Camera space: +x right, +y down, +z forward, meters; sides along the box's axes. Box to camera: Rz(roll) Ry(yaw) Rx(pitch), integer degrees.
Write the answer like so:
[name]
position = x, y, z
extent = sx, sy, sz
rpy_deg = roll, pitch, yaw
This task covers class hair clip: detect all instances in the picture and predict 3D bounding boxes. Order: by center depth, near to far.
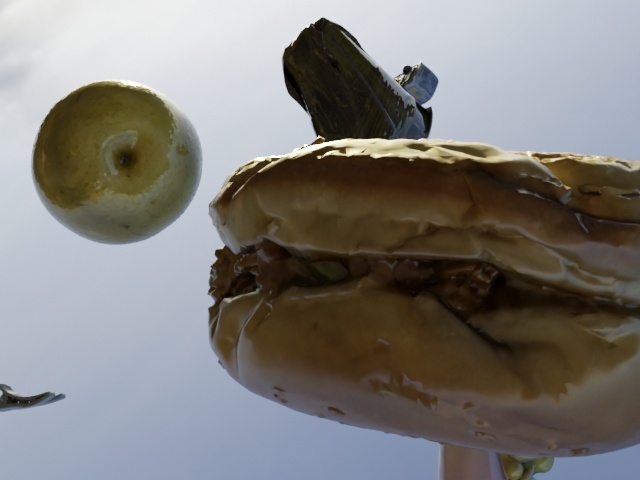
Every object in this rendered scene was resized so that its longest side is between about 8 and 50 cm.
[hair clip]
position = -0.391, 0.206, 1.146
extent = 0.115, 0.030, 0.039
rpy_deg = -10, -100, 26

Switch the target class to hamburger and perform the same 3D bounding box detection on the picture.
[hamburger]
position = 0.094, 0.028, 0.557
extent = 0.304, 0.284, 0.174
rpy_deg = 7, -85, 30

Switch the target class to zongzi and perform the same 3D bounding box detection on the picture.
[zongzi]
position = 0.027, -0.161, 1.340
extent = 0.138, 0.286, 0.300
rpy_deg = -22, -146, 52

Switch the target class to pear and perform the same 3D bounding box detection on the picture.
[pear]
position = -0.408, -0.157, 1.743
extent = 0.348, 0.348, 0.348
rpy_deg = -23, -142, 19

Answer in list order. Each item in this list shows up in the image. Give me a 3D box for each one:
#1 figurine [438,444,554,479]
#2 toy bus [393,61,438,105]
[figurine]
position = 0.238, 0.176, 1.042
extent = 0.206, 0.284, 0.316
rpy_deg = -13, -102, 63
[toy bus]
position = 0.164, -0.300, 1.770
extent = 0.190, 0.075, 0.064
rpy_deg = -16, -138, 59
